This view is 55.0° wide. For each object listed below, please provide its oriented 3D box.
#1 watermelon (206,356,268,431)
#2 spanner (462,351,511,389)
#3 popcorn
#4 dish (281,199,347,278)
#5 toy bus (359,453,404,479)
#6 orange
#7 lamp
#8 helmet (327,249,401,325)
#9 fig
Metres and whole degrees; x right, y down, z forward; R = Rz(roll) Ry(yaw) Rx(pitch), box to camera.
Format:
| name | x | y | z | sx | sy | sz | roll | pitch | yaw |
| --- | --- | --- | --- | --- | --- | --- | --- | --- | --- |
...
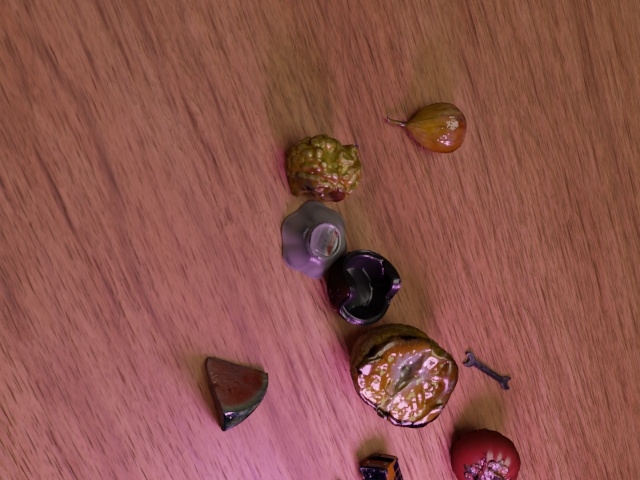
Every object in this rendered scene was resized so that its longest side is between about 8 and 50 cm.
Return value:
| name | x | y | z | sx | sy | sz | roll | pitch | yaw |
| --- | --- | --- | --- | --- | --- | --- | --- | --- | --- |
| watermelon | -0.216 | 0.396 | 1.641 | 0.207 | 0.136 | 0.202 | -42 | 118 | -36 |
| spanner | 0.585 | 0.458 | 2.147 | 0.254 | 0.015 | 0.054 | 34 | 75 | -27 |
| popcorn | 0.006 | -0.200 | 1.694 | 0.218 | 0.189 | 0.169 | 27 | 73 | -22 |
| dish | 0.000 | 0.000 | 1.755 | 0.229 | 0.081 | 0.229 | -2 | 94 | -30 |
| toy bus | 0.204 | 0.759 | 1.893 | 0.114 | 0.098 | 0.201 | -34 | 111 | -53 |
| orange | 0.236 | 0.380 | 1.831 | 0.369 | 0.210 | 0.271 | 41 | 95 | -23 |
| lamp | 0.543 | 0.733 | 2.026 | 0.227 | 0.227 | 0.227 | -2 | 94 | -29 |
| helmet | 0.114 | 0.134 | 1.762 | 0.189 | 0.193 | 0.216 | -8 | 93 | -26 |
| fig | 0.325 | -0.356 | 1.899 | 0.257 | 0.159 | 0.159 | 6 | 90 | -12 |
